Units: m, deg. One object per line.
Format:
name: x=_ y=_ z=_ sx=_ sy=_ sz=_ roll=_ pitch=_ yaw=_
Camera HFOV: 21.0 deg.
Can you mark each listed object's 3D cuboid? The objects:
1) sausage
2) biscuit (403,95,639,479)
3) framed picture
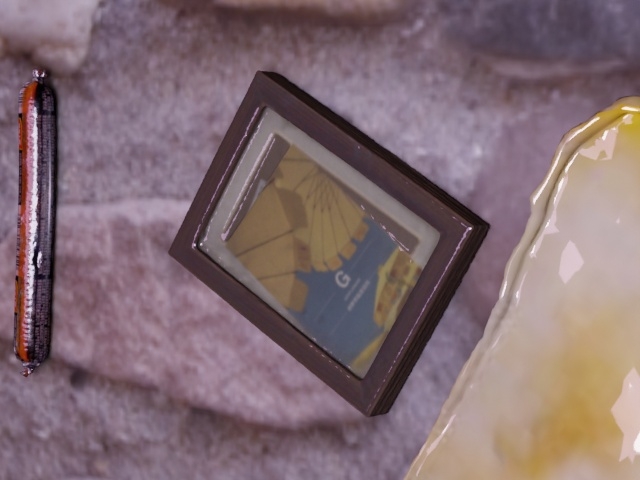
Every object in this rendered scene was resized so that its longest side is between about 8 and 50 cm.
sausage: x=-0.183 y=-0.011 z=1.106 sx=0.028 sy=0.025 sz=0.198 roll=-172 pitch=83 yaw=-66
biscuit: x=0.209 y=0.186 z=0.798 sx=0.446 sy=0.104 sz=0.429 roll=29 pitch=108 yaw=33
framed picture: x=0.000 y=0.000 z=0.981 sx=0.168 sy=0.023 sz=0.128 roll=38 pitch=112 yaw=27
